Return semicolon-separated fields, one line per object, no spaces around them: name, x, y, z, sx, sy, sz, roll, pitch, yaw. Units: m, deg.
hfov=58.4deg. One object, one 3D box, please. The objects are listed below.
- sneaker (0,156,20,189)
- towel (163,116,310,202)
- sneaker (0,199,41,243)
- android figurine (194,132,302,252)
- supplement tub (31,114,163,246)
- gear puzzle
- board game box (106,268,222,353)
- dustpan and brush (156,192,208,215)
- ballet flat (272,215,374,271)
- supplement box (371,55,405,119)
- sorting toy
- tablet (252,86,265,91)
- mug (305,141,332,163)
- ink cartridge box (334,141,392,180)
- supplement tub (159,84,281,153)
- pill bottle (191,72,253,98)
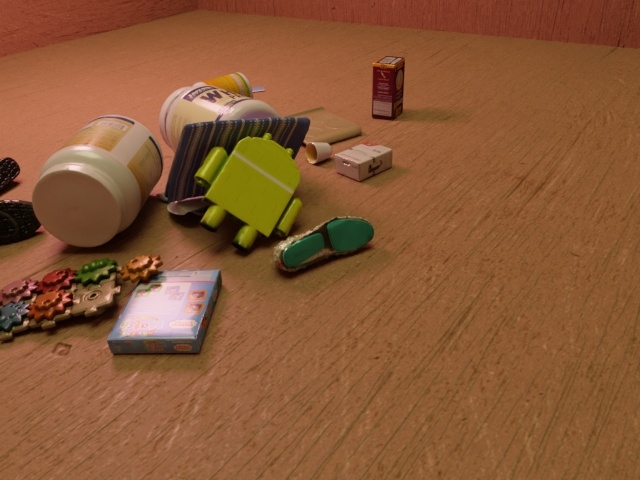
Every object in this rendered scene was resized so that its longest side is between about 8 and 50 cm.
sneaker;-0.937;-0.152;1.587;0.097;0.084;0.235;-15;23;30
towel;-0.195;-0.194;1.377;0.336;0.243;0.040;-12;58;-36
sneaker;-0.811;-0.049;1.363;0.286;0.109;0.130;-11;26;-16
android figurine;-0.152;-0.118;1.290;0.273;0.248;0.056;-64;17;-19
supplement tub;-0.523;-0.147;1.369;0.228;0.228;0.316;-1;31;3
gear puzzle;-0.477;0.088;1.118;0.338;0.044;0.175;-16;33;-6
board game box;-0.285;0.128;1.079;0.160;0.039;0.211;-1;30;4
dustpan and brush;-0.349;-0.102;1.458;0.211;0.060;0.147;27;32;30
ballet flat;0.000;0.000;1.228;0.241;0.091;0.077;-16;11;-26
supplement box;0.230;-0.518;1.944;0.080;0.188;0.104;13;35;24
sorting toy;-0.052;-0.351;1.848;0.307;0.041;0.229;-21;40;-27
tablet;-0.270;-0.610;2.316;0.083;0.006;0.054;-9;32;-11
mug;-0.005;-0.263;1.676;0.064;0.062;0.078;-15;39;-33
ink cartridge box;0.120;-0.222;1.597;0.135;0.056;0.099;-26;38;-34
supplement tub;-0.278;-0.298;1.587;0.235;0.235;0.324;-29;40;-35
pill bottle;-0.373;-0.501;2.023;0.245;0.136;0.136;-26;38;-33
